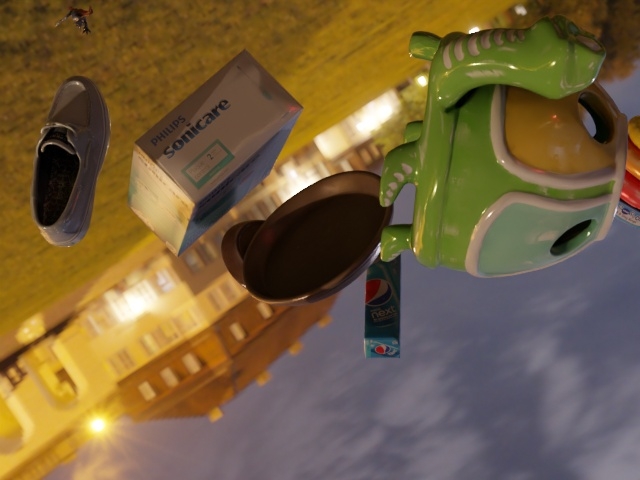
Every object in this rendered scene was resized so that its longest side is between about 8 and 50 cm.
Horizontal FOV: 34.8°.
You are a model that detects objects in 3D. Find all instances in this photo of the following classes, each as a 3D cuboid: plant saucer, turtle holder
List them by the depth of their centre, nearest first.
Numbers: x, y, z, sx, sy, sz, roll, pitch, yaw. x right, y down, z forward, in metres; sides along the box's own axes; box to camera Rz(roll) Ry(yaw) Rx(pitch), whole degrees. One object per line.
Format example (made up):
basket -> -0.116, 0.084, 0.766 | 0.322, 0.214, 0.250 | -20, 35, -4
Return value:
turtle holder -> 0.190, -0.107, 1.030 | 0.228, 0.320, 0.243 | 9, -146, 8
plant saucer -> 0.000, 0.000, 1.610 | 0.278, 0.041, 0.277 | -25, -144, 20
plant saucer -> -0.085, 0.026, 1.726 | 0.168, 0.168, 0.029 | -37, 169, -46

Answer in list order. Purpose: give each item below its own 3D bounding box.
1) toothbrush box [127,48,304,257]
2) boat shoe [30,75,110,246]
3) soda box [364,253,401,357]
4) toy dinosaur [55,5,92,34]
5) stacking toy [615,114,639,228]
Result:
toothbrush box -> -0.165, -0.121, 1.513 | 0.216, 0.126, 0.295 | -44, 177, -20
boat shoe -> -0.315, -0.109, 1.274 | 0.079, 0.227, 0.081 | 2, 165, 5
soda box -> 0.119, 0.115, 1.921 | 0.067, 0.071, 0.210 | -1, -129, 5
toy dinosaur -> -0.438, -0.410, 1.862 | 0.090, 0.082, 0.047 | -41, 139, 22
stacking toy -> 0.574, -0.175, 1.661 | 0.301, 0.175, 0.165 | -55, -169, 33
